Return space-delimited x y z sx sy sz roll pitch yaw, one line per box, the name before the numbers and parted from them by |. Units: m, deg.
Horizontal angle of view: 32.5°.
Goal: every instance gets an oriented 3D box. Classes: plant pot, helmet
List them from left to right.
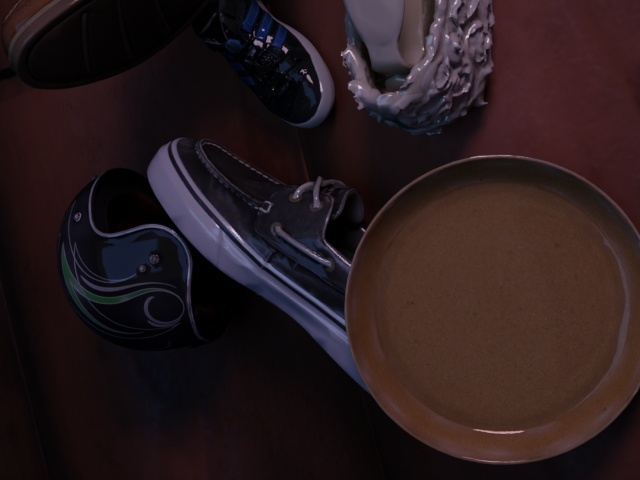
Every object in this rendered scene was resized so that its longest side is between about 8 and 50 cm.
helmet | -0.168 0.019 1.040 0.161 0.169 0.169 8 106 19
plant pot | 0.137 0.052 0.843 0.236 0.032 0.236 1 95 8

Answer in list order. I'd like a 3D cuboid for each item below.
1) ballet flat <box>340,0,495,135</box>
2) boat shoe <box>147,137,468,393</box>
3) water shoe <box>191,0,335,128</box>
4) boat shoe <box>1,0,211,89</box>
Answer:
ballet flat | 0.065 -0.280 0.814 0.147 0.147 0.409 2 101 37
boat shoe | 0.000 0.000 0.951 0.335 0.121 0.119 39 114 11
water shoe | -0.071 -0.174 0.973 0.203 0.080 0.073 51 126 17
boat shoe | -0.142 -0.236 0.900 0.104 0.307 0.111 45 156 18
